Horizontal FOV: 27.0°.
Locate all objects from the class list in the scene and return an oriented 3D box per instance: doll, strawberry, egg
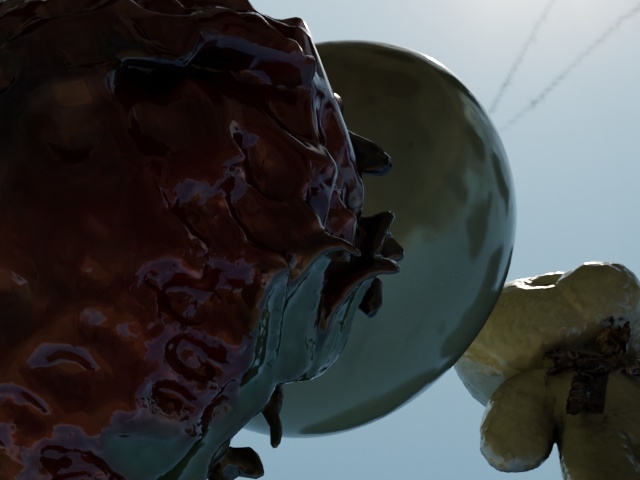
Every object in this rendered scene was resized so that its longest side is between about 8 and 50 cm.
[{"bbox_3d":[0.203,0.111,0.950,0.149,0.175,0.278,-52,-143,14],"label":"doll"},{"bbox_3d":[-0.115,-0.018,0.507,0.253,0.150,0.280,-38,-116,-1],"label":"strawberry"},{"bbox_3d":[0.000,0.000,0.795,0.269,0.219,0.219,-47,-161,33],"label":"egg"}]
